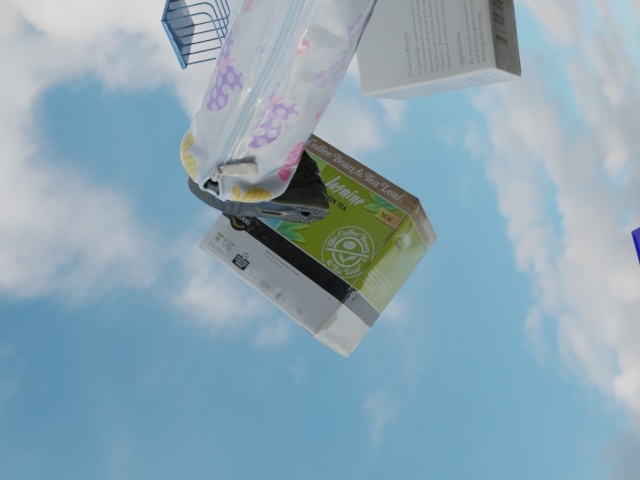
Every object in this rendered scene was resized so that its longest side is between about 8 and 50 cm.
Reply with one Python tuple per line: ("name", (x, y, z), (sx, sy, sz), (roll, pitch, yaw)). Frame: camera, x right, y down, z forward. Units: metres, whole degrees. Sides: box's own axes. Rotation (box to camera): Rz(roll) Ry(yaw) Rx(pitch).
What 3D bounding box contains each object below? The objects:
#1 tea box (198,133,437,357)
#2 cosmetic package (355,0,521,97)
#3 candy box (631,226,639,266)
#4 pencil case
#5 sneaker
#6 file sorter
("tea box", (0.000, 0.000, 1.415), (0.329, 0.323, 0.220), (34, 174, 27))
("cosmetic package", (0.155, -0.277, 0.932), (0.151, 0.184, 0.151), (-17, -79, -61))
("candy box", (0.527, 0.055, 0.775), (0.122, 0.317, 0.268), (2, -111, -22))
("pencil case", (-0.038, -0.157, 0.621), (0.113, 0.273, 0.124), (40, -141, 10))
("sneaker", (-0.096, -0.106, 1.081), (0.227, 0.087, 0.130), (7, -120, -25))
("file sorter", (-0.259, -0.470, 1.487), (0.118, 0.104, 0.170), (70, -166, -46))
